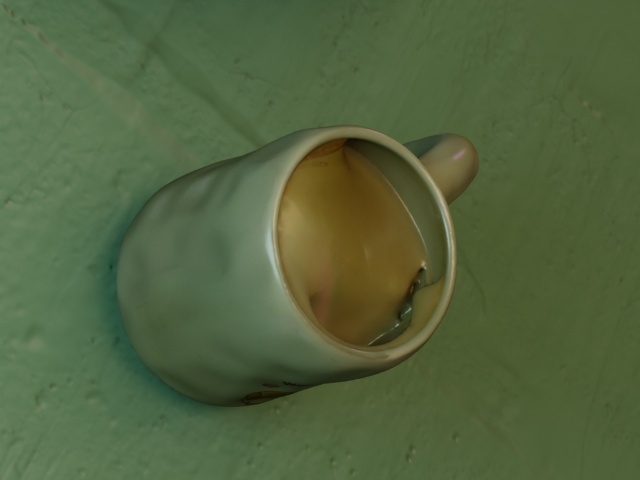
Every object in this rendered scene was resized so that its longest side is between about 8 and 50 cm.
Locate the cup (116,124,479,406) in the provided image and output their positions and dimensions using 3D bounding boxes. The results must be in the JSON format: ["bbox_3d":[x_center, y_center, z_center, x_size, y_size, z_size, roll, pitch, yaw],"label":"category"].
[{"bbox_3d":[-0.015,-0.010,1.204,0.173,0.202,0.255,41,57,-24],"label":"cup"}]
